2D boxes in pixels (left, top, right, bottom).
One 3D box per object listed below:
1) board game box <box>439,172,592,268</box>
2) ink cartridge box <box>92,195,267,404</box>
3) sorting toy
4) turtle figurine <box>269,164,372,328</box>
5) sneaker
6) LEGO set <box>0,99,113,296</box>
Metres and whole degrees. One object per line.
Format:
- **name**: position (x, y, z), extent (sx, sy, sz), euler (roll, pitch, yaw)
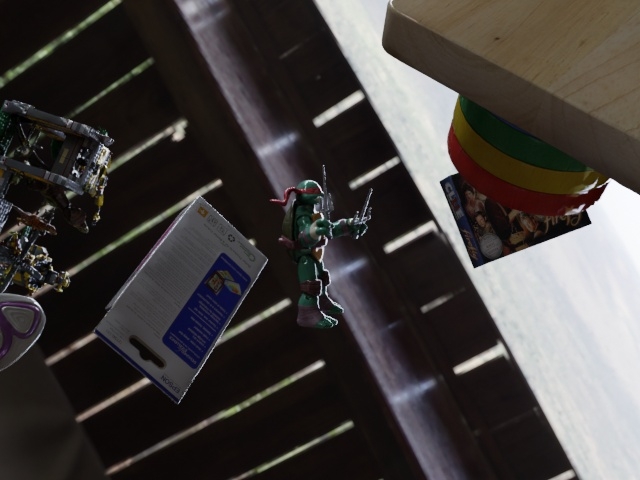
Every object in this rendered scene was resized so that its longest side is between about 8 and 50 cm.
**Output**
- **board game box**: position (0.345, -0.066, 1.501), extent (0.165, 0.243, 0.042), euler (69, -24, 6)
- **ink cartridge box**: position (-0.232, 0.095, 1.433), extent (0.176, 0.069, 0.371), euler (44, 39, -13)
- **sorting toy**: position (0.199, -0.073, 0.436), extent (0.255, 0.089, 0.257), euler (35, 51, 22)
- **turtle figurine**: position (0.000, 0.000, 1.233), extent (0.175, 0.118, 0.234), euler (-22, 116, -60)
- **sneaker**: position (-0.518, 0.157, 1.160), extent (0.114, 0.305, 0.152), euler (63, -7, -2)
- **LEGO set**: position (-0.410, -0.052, 1.336), extent (0.331, 0.192, 0.255), euler (-66, 161, -16)
